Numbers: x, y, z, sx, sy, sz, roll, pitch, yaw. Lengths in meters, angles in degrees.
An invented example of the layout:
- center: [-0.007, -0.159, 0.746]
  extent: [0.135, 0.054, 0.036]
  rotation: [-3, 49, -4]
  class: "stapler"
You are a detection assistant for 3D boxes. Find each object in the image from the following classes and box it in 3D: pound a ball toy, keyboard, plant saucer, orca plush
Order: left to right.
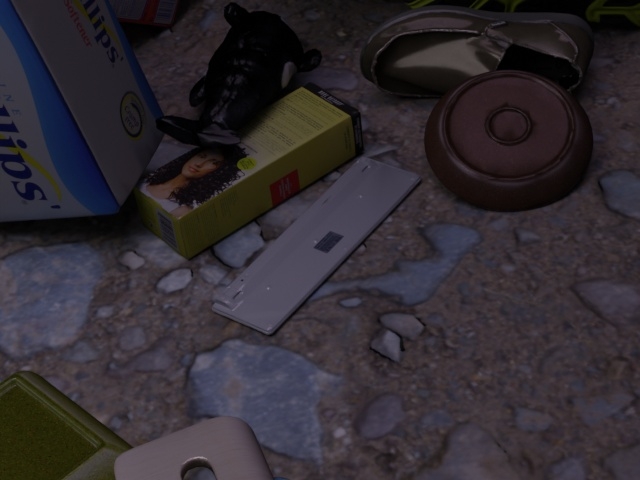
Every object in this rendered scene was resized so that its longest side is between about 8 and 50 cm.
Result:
- center: [-0.262, 0.191, 1.209]
  extent: [0.188, 0.045, 0.188]
  rotation: [30, 54, 35]
  class: "plant saucer"
- center: [-0.099, -0.194, 1.527]
  extent: [0.151, 0.102, 0.287]
  rotation: [-6, 27, 33]
  class: "orca plush"
- center: [-0.040, 0.248, 0.984]
  extent: [0.136, 0.208, 0.319]
  rotation: [-18, 41, -11]
  class: "pound a ball toy"
- center: [0.000, 0.000, 1.410]
  extent: [0.072, 0.014, 0.256]
  rotation: [25, 51, 26]
  class: "keyboard"
- center: [0.187, -0.108, 1.446]
  extent: [0.168, 0.029, 0.168]
  rotation: [-2, 59, 4]
  class: "plant saucer"

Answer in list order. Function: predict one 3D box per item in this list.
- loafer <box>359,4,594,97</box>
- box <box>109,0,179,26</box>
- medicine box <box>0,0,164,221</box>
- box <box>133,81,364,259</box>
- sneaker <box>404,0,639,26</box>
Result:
- center: [0.166, -0.192, 1.534]
  extent: [0.251, 0.094, 0.087]
  rotation: [-5, 37, 4]
  class: "loafer"
- center: [-0.228, -0.411, 1.673]
  extent: [0.142, 0.300, 0.154]
  rotation: [26, 17, 29]
  class: "box"
- center: [-0.340, -0.160, 1.420]
  extent: [0.289, 0.263, 0.149]
  rotation: [-3, 41, 25]
  class: "medicine box"
- center: [-0.069, -0.074, 1.469]
  extent: [0.232, 0.058, 0.087]
  rotation: [-33, 46, -26]
  class: "box"
- center: [0.247, -0.315, 1.599]
  extent: [0.385, 0.145, 0.147]
  rotation: [0, 50, -16]
  class: "sneaker"
